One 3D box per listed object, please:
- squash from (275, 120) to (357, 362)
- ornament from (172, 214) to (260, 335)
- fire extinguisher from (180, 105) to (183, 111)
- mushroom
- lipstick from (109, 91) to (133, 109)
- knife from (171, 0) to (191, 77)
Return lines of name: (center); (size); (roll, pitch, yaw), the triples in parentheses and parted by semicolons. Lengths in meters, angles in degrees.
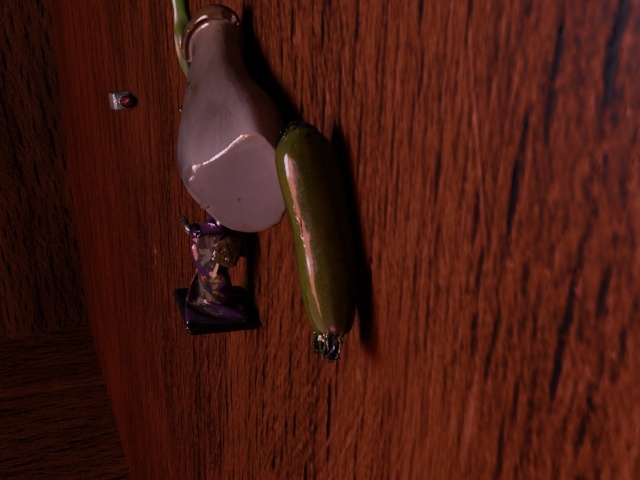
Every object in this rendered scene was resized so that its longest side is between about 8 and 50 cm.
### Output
squash: (0.000, 0.000, 0.685); (0.052, 0.052, 0.184); (174, 87, -71)
ornament: (-0.112, 0.001, 0.958); (0.088, 0.081, 0.203); (-123, 30, -47)
fire extinguisher: (-0.127, -0.160, 1.018); (0.046, 0.032, 0.100); (44, 157, -1)
mushroom: (-0.081, -0.111, 0.821); (0.116, 0.093, 0.225); (-53, 37, 36)
lipstick: (-0.343, -0.242, 1.575); (0.129, 0.030, 0.030); (-155, 57, -68)
knife: (-0.167, -0.277, 1.071); (0.026, 0.022, 0.184); (-65, -32, -78)
